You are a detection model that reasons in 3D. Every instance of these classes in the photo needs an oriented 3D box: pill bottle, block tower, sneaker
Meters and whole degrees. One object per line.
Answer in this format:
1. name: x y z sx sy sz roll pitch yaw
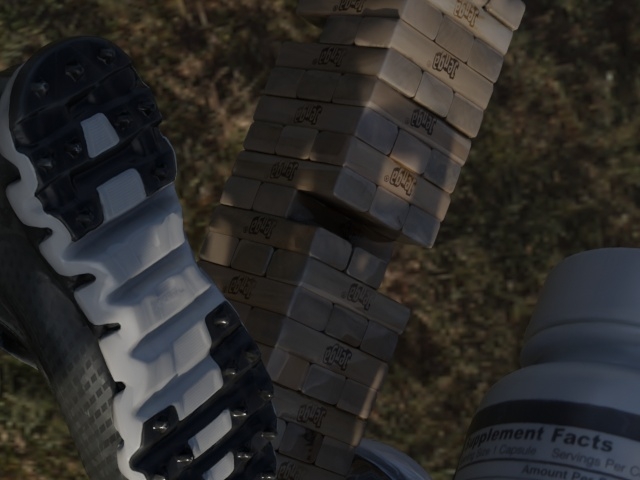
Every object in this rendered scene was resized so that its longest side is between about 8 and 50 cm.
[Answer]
1. pill bottle: 0.165 0.199 0.828 0.204 0.204 0.361 42 59 -35
2. block tower: 0.000 0.000 0.788 0.091 0.097 0.335 27 81 -41
3. sneaker: -0.088 0.034 0.560 0.078 0.106 0.234 -34 115 -39

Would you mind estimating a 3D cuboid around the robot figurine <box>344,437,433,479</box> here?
1. robot figurine: -0.018 0.249 1.013 0.278 0.173 0.209 -20 72 -52
